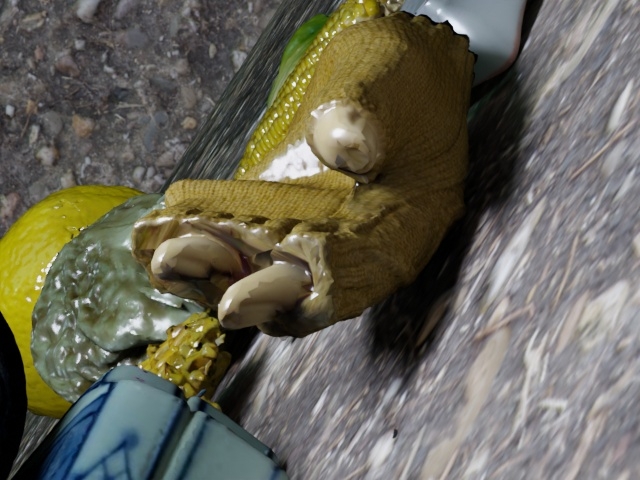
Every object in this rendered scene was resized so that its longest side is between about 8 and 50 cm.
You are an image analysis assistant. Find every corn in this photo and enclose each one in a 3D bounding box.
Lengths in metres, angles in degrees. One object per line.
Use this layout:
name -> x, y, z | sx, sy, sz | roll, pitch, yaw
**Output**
corn -> 0.008, -0.130, 1.642 | 0.310, 0.101, 0.101 | -49, 13, 38

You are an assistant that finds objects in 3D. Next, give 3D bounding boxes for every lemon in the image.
lemon -> -0.244, 0.066, 1.864 | 0.267, 0.267, 0.267 | -55, 10, 15

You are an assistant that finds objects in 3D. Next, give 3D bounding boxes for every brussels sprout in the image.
brussels sprout -> 0.010, -0.169, 1.777 | 0.181, 0.100, 0.139 | -39, 23, -12

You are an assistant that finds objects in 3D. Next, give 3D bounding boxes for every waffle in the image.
waffle -> -0.135, 0.154, 1.465 | 0.197, 0.070, 0.193 | -47, 15, 42

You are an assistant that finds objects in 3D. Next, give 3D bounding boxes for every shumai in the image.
shumai -> -0.149, 0.039, 1.630 | 0.218, 0.189, 0.256 | -46, 16, 53

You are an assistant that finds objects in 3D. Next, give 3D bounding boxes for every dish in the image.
dish -> 0.118, -0.197, 1.365 | 0.151, 0.077, 0.212 | -43, 18, 57

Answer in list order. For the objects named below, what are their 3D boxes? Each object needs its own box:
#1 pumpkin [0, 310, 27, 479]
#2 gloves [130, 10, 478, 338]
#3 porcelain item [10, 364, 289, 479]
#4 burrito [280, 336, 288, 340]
pumpkin -> -0.356, 0.152, 1.165 | 0.363, 0.266, 0.363 | -58, 4, 6
gloves -> 0.015, -0.036, 1.142 | 0.203, 0.155, 0.356 | -42, 2, 36
porcelain item -> -0.162, 0.243, 1.156 | 0.281, 0.157, 0.286 | -50, 12, 47
burrito -> 0.000, 0.000, 1.416 | 0.171, 0.051, 0.042 | -57, 3, 5
